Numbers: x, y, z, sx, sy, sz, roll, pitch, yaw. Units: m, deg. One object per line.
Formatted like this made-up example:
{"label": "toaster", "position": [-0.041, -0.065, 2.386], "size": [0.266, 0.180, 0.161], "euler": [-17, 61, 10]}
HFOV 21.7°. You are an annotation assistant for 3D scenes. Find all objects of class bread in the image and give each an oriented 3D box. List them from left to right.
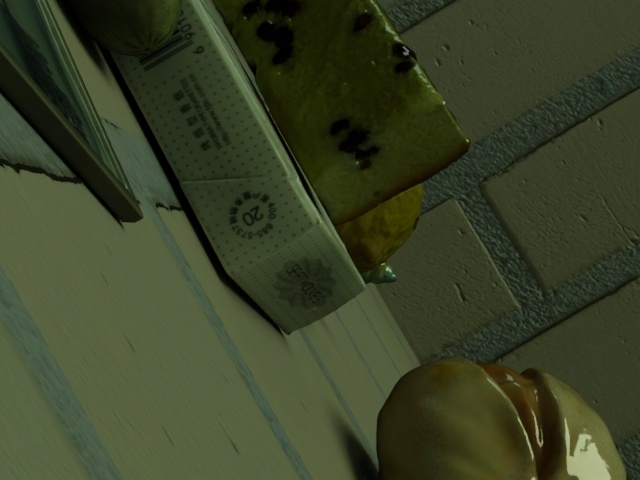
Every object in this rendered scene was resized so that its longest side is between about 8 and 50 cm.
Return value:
{"label": "bread", "position": [0.001, -0.172, 1.515], "size": [0.077, 0.138, 0.361], "euler": [55, 5, -45]}

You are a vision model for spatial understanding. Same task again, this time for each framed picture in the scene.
{"label": "framed picture", "position": [-0.204, -0.164, 1.037], "size": [0.289, 0.016, 0.213], "euler": [62, 4, 35]}

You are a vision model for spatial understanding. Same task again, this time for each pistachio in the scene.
{"label": "pistachio", "position": [0.156, 0.223, 1.497], "size": [0.230, 0.230, 0.309], "euler": [58, 0, -22]}

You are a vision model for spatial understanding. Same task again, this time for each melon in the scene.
{"label": "melon", "position": [-0.162, -0.210, 1.351], "size": [0.131, 0.098, 0.098], "euler": [61, 4, 18]}

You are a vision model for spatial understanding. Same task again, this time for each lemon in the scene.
{"label": "lemon", "position": [0.010, -0.062, 1.761], "size": [0.192, 0.192, 0.231], "euler": [55, 12, -53]}

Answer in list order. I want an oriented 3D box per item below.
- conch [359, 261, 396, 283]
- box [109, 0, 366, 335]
{"label": "conch", "position": [-0.005, -0.014, 1.938], "size": [0.173, 0.106, 0.116], "euler": [43, -28, 46]}
{"label": "box", "position": [-0.089, -0.096, 1.467], "size": [0.330, 0.095, 0.210], "euler": [60, 2, 20]}
